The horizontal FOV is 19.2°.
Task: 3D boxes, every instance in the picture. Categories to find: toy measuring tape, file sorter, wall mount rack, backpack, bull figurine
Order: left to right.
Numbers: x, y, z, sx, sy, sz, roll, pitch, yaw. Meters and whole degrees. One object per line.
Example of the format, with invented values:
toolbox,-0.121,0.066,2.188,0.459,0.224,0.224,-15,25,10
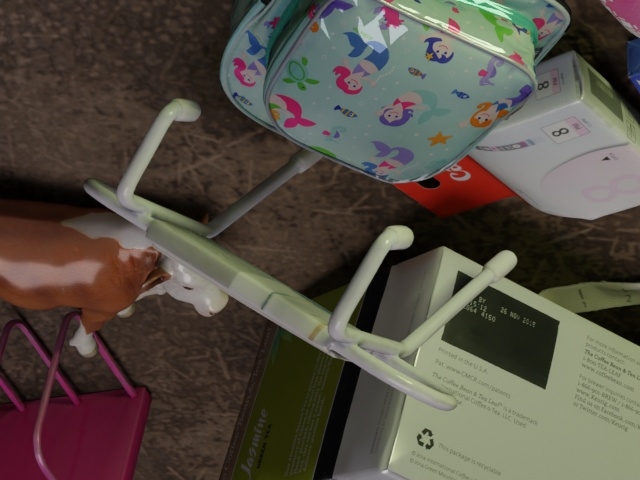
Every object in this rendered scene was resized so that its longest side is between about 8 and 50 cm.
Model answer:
file sorter,-0.356,0.200,1.933,0.291,0.202,0.182,-8,135,19
bull figurine,-0.241,0.028,1.775,0.310,0.101,0.188,12,143,-6
wall mount rack,0.000,0.000,1.496,0.350,0.130,0.304,31,-176,21
backpack,0.046,-0.158,1.437,0.225,0.191,0.253,23,144,-22
toy measuring tape,0.341,0.081,1.730,0.330,0.121,0.121,-7,139,18

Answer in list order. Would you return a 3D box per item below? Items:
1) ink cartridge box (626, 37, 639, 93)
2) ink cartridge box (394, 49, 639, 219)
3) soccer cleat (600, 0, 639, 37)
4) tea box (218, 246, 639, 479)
ink cartridge box,0.339,-0.099,1.560,0.097,0.046,0.207,-18,134,27
ink cartridge box,0.159,-0.063,1.598,0.232,0.066,0.189,-23,147,27
soccer cleat,0.168,-0.272,1.340,0.143,0.116,0.331,-3,136,30
tea box,0.131,0.196,1.770,0.329,0.220,0.323,26,155,-22
